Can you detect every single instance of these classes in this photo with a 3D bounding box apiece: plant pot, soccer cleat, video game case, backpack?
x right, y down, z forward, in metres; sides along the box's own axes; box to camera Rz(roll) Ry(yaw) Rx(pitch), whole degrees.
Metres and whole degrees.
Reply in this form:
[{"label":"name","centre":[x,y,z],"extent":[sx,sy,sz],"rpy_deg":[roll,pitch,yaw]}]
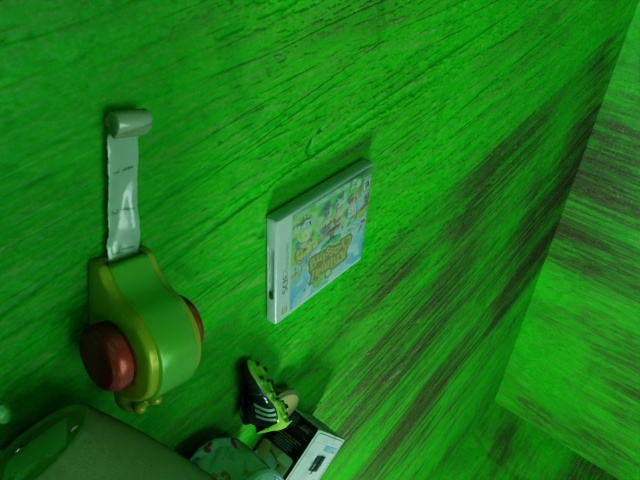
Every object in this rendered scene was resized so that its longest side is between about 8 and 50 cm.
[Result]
[{"label":"plant pot","centre":[-0.203,0.306,0.580],"extent":[0.256,0.256,0.274],"rpy_deg":[-42,112,-29]},{"label":"soccer cleat","centre":[-0.099,0.252,0.905],"extent":[0.072,0.060,0.179],"rpy_deg":[-21,133,-2]},{"label":"video game case","centre":[0.000,0.000,0.864],"extent":[0.212,0.023,0.193],"rpy_deg":[-35,143,-38]},{"label":"backpack","centre":[-0.160,0.430,0.851],"extent":[0.254,0.191,0.225],"rpy_deg":[-56,151,-18]}]

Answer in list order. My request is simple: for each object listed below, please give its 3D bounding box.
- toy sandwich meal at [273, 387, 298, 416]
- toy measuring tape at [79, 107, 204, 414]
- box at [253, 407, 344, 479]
[{"label":"toy sandwich meal","centre":[-0.072,0.285,1.010],"extent":[0.085,0.029,0.086],"rpy_deg":[-27,137,-28]},{"label":"toy measuring tape","centre":[-0.164,0.048,0.555],"extent":[0.121,0.121,0.330],"rpy_deg":[-23,134,-48]},{"label":"box","centre":[-0.089,0.462,1.081],"extent":[0.290,0.087,0.169],"rpy_deg":[-54,151,-11]}]
